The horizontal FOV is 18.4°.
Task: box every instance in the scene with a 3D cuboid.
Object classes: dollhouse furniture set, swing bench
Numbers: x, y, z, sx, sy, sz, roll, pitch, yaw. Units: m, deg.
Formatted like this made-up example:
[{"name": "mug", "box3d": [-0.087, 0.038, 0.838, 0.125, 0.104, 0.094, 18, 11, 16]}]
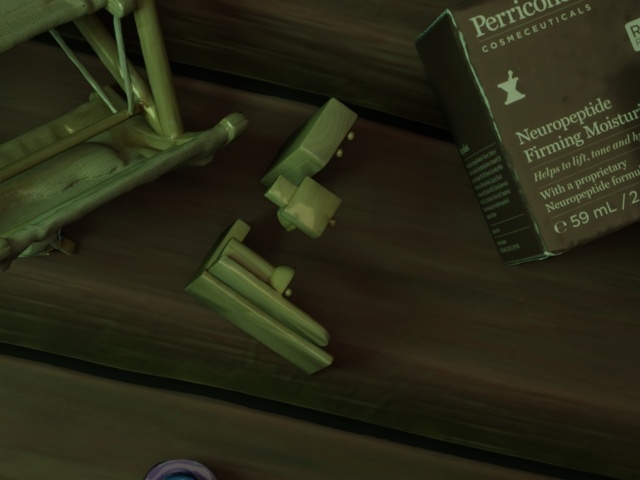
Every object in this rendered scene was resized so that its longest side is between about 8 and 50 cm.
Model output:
[{"name": "dollhouse furniture set", "box3d": [0.000, 0.000, 1.541, 0.123, 0.144, 0.151, 35, 70, -8]}, {"name": "swing bench", "box3d": [-0.231, -0.124, 1.447, 0.253, 0.165, 0.255, -30, 99, -40]}]

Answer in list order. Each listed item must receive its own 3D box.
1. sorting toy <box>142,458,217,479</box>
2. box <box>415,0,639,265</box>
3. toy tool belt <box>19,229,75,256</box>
[{"name": "sorting toy", "box3d": [-0.099, 0.352, 1.511, 0.127, 0.126, 0.365, -2, 88, -6]}, {"name": "box", "box3d": [0.196, -0.104, 1.538, 0.168, 0.167, 0.203, -22, 90, -6]}, {"name": "toy tool belt", "box3d": [-0.218, -0.028, 1.559, 0.051, 0.052, 0.083, -4, 91, -37]}]
